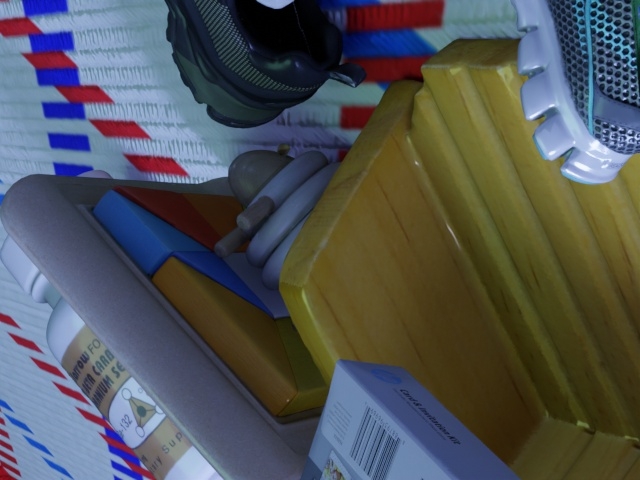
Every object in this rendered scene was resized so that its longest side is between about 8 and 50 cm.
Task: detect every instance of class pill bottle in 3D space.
[{"bbox_3d":[-0.121,0.066,1.221,0.229,0.131,0.131,48,158,11],"label":"pill bottle"}]

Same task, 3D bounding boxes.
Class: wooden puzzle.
[{"bbox_3d":[-0.041,0.037,0.962,0.221,0.044,0.238,47,-158,17],"label":"wooden puzzle"}]

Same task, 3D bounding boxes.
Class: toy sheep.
[{"bbox_3d":[0.000,0.000,0.940,0.132,0.091,0.091,47,158,3],"label":"toy sheep"}]

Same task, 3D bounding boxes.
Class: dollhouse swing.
[{"bbox_3d":[0.073,0.129,0.699,0.347,0.305,0.315,13,135,60],"label":"dollhouse swing"}]

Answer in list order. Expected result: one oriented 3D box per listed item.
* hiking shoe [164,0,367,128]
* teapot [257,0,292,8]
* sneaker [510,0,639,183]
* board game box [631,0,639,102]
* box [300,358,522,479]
[{"bbox_3d":[-0.058,-0.165,0.841,0.114,0.086,0.227,-13,118,52],"label":"hiking shoe"},{"bbox_3d":[-0.065,-0.233,0.596,0.252,0.187,0.256,33,116,-4],"label":"teapot"},{"bbox_3d":[0.101,-0.108,0.609,0.076,0.065,0.166,-18,92,39],"label":"sneaker"},{"bbox_3d":[0.123,-0.066,0.465,0.136,0.030,0.260,132,137,-75],"label":"board game box"},{"bbox_3d":[0.024,0.163,0.678,0.145,0.038,0.186,41,117,56],"label":"box"}]
